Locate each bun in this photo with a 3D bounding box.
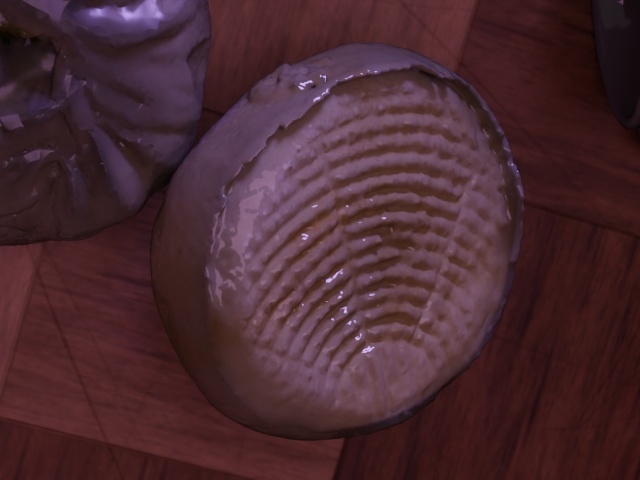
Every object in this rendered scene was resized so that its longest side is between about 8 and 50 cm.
[{"bbox_3d":[-0.254,-0.169,1.679,0.360,0.211,0.359,-2,99,-12],"label":"bun"},{"bbox_3d":[-0.001,-0.004,1.748,0.364,0.202,0.364,-12,111,-35],"label":"bun"}]

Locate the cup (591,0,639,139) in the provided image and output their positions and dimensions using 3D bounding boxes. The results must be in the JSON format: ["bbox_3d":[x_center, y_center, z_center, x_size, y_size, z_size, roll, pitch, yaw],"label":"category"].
[{"bbox_3d":[0.393,-0.194,1.806,0.257,0.227,0.301,-2,133,-2],"label":"cup"}]
